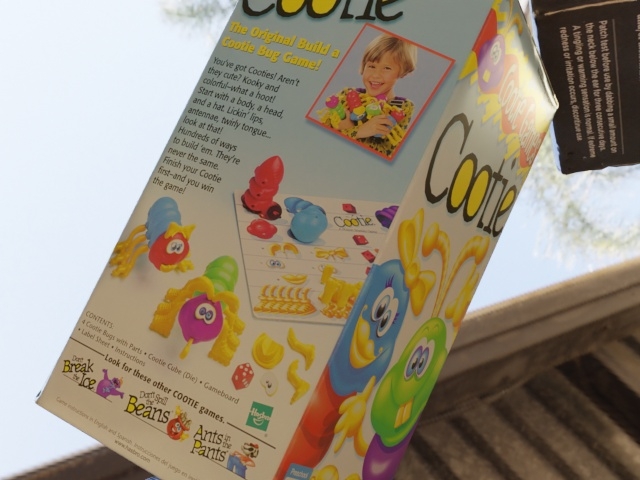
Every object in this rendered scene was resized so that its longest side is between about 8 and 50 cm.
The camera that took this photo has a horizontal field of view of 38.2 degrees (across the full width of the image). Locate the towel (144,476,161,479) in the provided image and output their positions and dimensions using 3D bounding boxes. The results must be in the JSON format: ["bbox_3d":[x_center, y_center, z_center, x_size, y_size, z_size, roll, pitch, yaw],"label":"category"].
[{"bbox_3d":[-0.119,0.175,0.555,0.067,0.119,0.029,-18,-115,-30],"label":"towel"}]

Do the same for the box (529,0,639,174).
[{"bbox_3d":[0.441,-0.358,0.897,0.471,0.297,0.480,-6,-116,16],"label":"box"}]

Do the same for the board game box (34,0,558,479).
[{"bbox_3d":[0.000,0.000,0.496,0.144,0.275,0.142,21,171,30],"label":"board game box"}]
